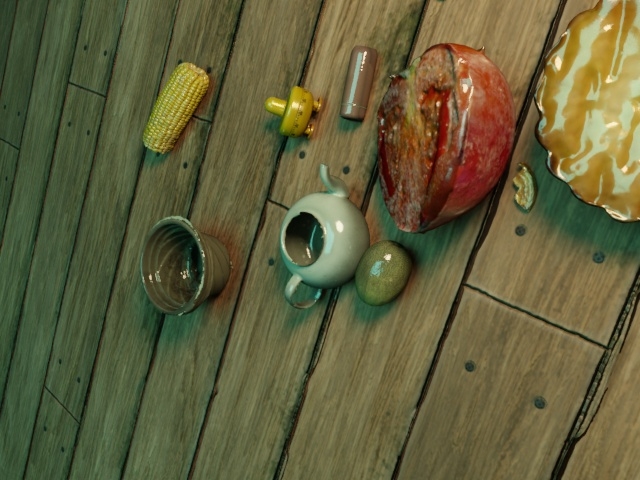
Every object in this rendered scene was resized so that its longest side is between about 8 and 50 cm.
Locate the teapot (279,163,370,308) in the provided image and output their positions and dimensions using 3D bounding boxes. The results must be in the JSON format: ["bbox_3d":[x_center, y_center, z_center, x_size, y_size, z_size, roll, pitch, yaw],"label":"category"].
[{"bbox_3d":[0.000,0.000,1.083,0.193,0.130,0.294,26,104,36],"label":"teapot"}]

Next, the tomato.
[{"bbox_3d":[0.219,-0.159,0.900,0.309,0.170,0.308,177,90,-73],"label":"tomato"}]

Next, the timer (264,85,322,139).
[{"bbox_3d":[-0.062,-0.271,1.154,0.107,0.109,0.107,-164,90,-79],"label":"timer"}]

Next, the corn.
[{"bbox_3d":[-0.371,-0.337,1.404,0.244,0.093,0.093,-51,61,24],"label":"corn"}]

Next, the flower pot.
[{"bbox_3d":[-0.305,0.060,1.309,0.236,0.141,0.235,0,90,37],"label":"flower pot"}]

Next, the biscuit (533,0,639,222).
[{"bbox_3d":[0.455,-0.181,0.731,0.326,0.107,0.325,5,100,28],"label":"biscuit"}]

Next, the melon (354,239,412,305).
[{"bbox_3d":[0.114,0.060,1.013,0.098,0.098,0.130,39,118,32],"label":"melon"}]

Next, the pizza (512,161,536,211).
[{"bbox_3d":[0.334,-0.088,0.902,0.037,0.016,0.083,-7,88,36],"label":"pizza"}]

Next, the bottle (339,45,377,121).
[{"bbox_3d":[0.074,-0.307,1.086,0.053,0.053,0.140,17,98,37],"label":"bottle"}]
